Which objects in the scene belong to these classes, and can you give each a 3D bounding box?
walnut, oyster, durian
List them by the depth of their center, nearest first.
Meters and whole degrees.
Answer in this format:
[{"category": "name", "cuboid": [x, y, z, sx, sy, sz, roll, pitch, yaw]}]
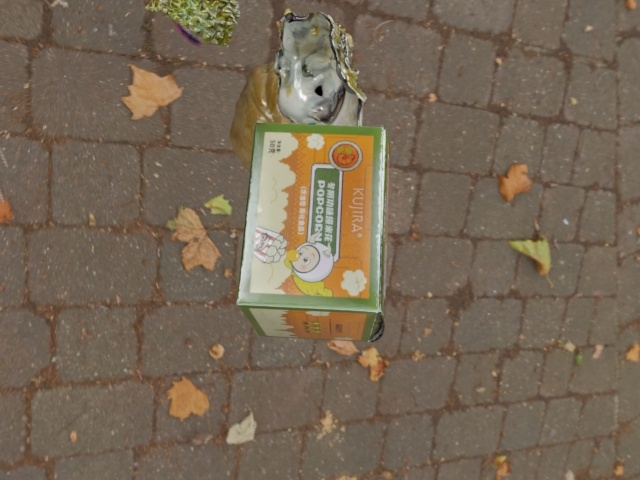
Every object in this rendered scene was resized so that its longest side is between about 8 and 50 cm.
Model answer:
[{"category": "oyster", "cuboid": [0.002, -0.230, 0.879, 0.083, 0.214, 0.223, -21, 73, -21]}, {"category": "durian", "cuboid": [-0.195, -0.405, 1.069, 0.119, 0.108, 0.186, -47, 152, 23]}, {"category": "walnut", "cuboid": [-0.054, -0.250, 1.236, 0.252, 0.313, 0.277, 11, 123, -10]}]

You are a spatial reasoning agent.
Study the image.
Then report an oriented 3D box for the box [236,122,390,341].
[{"category": "box", "cuboid": [0.000, 0.000, 0.652, 0.148, 0.177, 0.195, 3, 71, 2]}]
